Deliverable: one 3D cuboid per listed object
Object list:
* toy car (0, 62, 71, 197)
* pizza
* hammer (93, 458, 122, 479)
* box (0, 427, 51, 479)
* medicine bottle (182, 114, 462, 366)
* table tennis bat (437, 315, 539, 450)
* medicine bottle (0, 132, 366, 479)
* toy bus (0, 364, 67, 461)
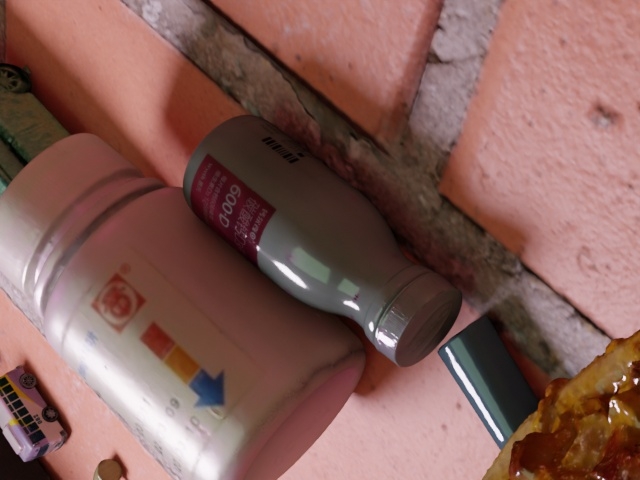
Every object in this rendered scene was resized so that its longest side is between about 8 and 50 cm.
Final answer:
[{"bbox_3d":[-0.275,-0.050,1.235,0.320,0.097,0.141,45,140,21],"label":"toy car"},{"bbox_3d":[0.179,0.150,0.720,0.086,0.226,0.335,28,131,-25],"label":"pizza"},{"bbox_3d":[-0.188,0.327,1.436,0.195,0.028,0.060,52,148,12],"label":"hammer"},{"bbox_3d":[-0.478,0.414,1.582,0.204,0.345,0.251,49,144,27],"label":"box"},{"bbox_3d":[0.000,0.000,0.937,0.216,0.090,0.090,40,138,28],"label":"medicine bottle"},{"bbox_3d":[0.186,0.198,0.885,0.329,0.044,0.215,56,143,6],"label":"table tennis bat"},{"bbox_3d":[-0.120,0.055,1.030,0.293,0.170,0.170,40,139,15],"label":"medicine bottle"},{"bbox_3d":[-0.341,0.202,1.512,0.102,0.058,0.052,54,144,12],"label":"toy bus"}]
